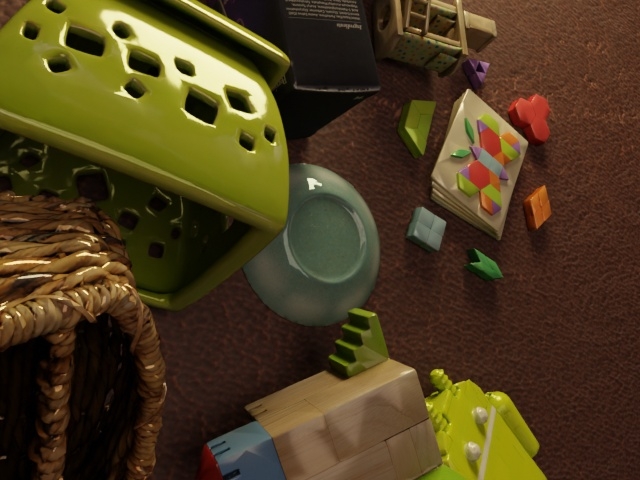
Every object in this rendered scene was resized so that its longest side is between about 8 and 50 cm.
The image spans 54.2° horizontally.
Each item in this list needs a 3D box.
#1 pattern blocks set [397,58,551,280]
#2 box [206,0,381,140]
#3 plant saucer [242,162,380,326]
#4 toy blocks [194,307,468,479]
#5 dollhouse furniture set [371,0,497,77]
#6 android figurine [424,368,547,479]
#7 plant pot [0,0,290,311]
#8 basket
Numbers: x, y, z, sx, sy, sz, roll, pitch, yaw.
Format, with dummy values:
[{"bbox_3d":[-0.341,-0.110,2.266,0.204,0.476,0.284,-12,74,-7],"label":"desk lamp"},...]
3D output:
[{"bbox_3d":[0.230,-0.109,0.888,0.285,0.026,0.324,20,69,-26],"label":"pattern blocks set"},{"bbox_3d":[-0.037,-0.230,0.678,0.108,0.153,0.207,-8,82,-32],"label":"box"},{"bbox_3d":[0.000,0.000,0.717,0.195,0.037,0.194,7,75,-29],"label":"plant saucer"},{"bbox_3d":[-0.005,0.291,0.581,0.261,0.191,0.381,-19,99,-20],"label":"toy blocks"},{"bbox_3d":[0.186,-0.290,0.808,0.182,0.161,0.101,7,69,-24],"label":"dollhouse furniture set"},{"bbox_3d":[0.197,0.274,0.719,0.272,0.056,0.248,55,31,-6],"label":"android figurine"},{"bbox_3d":[-0.162,-0.090,0.528,0.228,0.227,0.207,23,56,-25],"label":"plant pot"},{"bbox_3d":[-0.198,0.144,0.377,0.214,0.223,0.299,3,117,-29],"label":"basket"}]
